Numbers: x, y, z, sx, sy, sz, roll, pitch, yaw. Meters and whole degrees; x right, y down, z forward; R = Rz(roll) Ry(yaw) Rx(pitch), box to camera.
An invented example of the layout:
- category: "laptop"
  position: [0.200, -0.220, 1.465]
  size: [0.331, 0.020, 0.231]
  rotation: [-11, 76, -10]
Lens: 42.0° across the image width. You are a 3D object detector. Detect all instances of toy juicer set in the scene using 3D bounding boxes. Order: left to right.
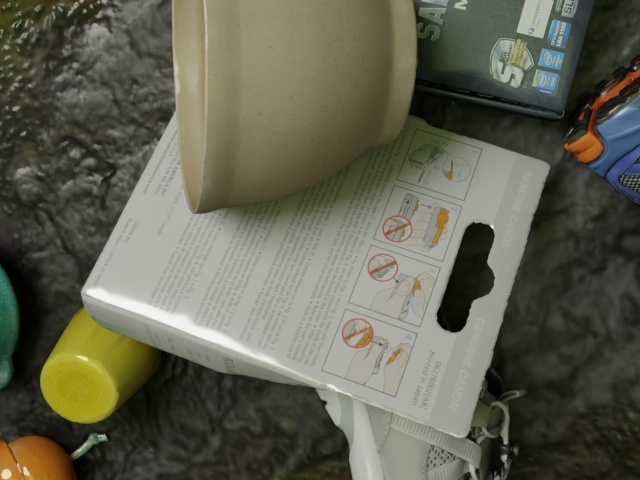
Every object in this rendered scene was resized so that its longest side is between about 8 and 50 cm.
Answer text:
- category: "toy juicer set"
  position: [-0.291, 0.076, 0.588]
  size: [0.329, 0.089, 0.209]
  rotation: [27, 114, -2]

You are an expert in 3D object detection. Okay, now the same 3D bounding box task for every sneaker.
- category: "sneaker"
  position: [0.078, 0.129, 0.508]
  size: [0.115, 0.105, 0.281]
  rotation: [-22, 91, 13]
- category: "sneaker"
  position: [0.249, -0.098, 0.473]
  size: [0.221, 0.083, 0.087]
  rotation: [-37, 102, 18]

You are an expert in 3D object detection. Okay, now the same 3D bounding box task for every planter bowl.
- category: "planter bowl"
  position: [-0.016, -0.096, 0.430]
  size: [0.109, 0.162, 0.162]
  rotation: [-2, 97, -15]

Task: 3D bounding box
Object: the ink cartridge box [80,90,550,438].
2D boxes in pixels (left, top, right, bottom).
- category: "ink cartridge box"
  position: [0.000, 0.000, 0.494]
  size: [0.225, 0.056, 0.181]
  rotation: [20, 67, 6]

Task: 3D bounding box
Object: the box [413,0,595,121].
- category: "box"
  position: [0.082, -0.203, 0.493]
  size: [0.183, 0.059, 0.232]
  rotation: [16, 99, 10]
